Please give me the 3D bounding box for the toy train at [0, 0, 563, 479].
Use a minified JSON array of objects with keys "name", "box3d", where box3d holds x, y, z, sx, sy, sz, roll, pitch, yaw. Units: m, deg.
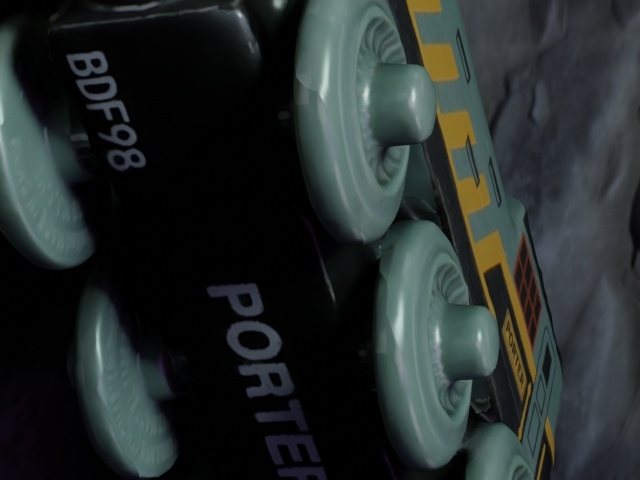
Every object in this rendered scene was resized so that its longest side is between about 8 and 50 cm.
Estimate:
[{"name":"toy train","box3d":[0.000,0.000,0.634,0.190,0.142,0.334,-72,150,-49]}]
